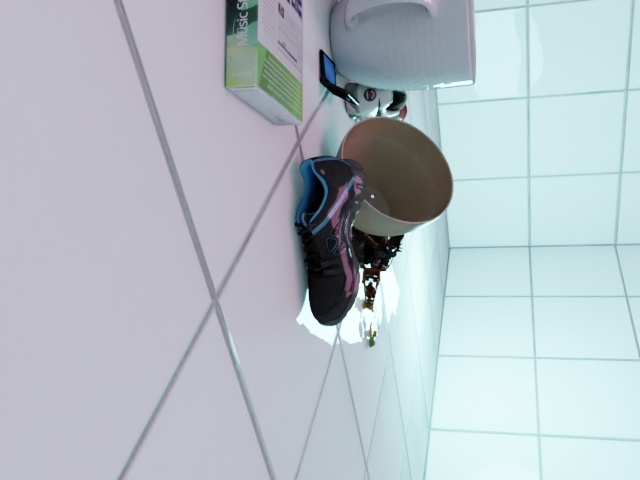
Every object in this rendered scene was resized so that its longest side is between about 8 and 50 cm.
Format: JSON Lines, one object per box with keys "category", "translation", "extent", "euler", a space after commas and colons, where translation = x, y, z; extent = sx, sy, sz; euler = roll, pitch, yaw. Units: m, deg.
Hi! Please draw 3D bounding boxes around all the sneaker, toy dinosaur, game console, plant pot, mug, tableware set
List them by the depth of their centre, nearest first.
{"category": "sneaker", "translation": [0.000, 0.000, 1.362], "extent": [0.139, 0.125, 0.341], "euler": [6, 85, -46]}
{"category": "game console", "translation": [0.045, -0.373, 1.574], "extent": [0.071, 0.107, 0.122], "euler": [-64, 165, 6]}
{"category": "mug", "translation": [0.186, -0.503, 1.605], "extent": [0.374, 0.328, 0.276], "euler": [15, 74, -73]}
{"category": "plant pot", "translation": [0.143, -0.121, 1.617], "extent": [0.191, 0.284, 0.284], "euler": [129, -25, -54]}
{"category": "toy dinosaur", "translation": [0.151, 0.021, 1.797], "extent": [0.218, 0.164, 0.322], "euler": [93, -17, -58]}
{"category": "sneaker", "translation": [0.172, -0.374, 1.889], "extent": [0.330, 0.146, 0.123], "euler": [-30, 116, -74]}
{"category": "tableware set", "translation": [0.142, 0.227, 1.956], "extent": [0.104, 0.024, 0.154], "euler": [-68, 153, -48]}

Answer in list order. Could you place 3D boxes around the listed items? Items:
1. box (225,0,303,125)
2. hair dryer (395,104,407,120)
{"category": "box", "translation": [-0.087, -0.374, 1.135], "extent": [0.232, 0.058, 0.322], "euler": [19, 70, -73]}
{"category": "hair dryer", "translation": [0.242, -0.493, 2.253], "extent": [0.293, 0.080, 0.224], "euler": [57, 35, -62]}
